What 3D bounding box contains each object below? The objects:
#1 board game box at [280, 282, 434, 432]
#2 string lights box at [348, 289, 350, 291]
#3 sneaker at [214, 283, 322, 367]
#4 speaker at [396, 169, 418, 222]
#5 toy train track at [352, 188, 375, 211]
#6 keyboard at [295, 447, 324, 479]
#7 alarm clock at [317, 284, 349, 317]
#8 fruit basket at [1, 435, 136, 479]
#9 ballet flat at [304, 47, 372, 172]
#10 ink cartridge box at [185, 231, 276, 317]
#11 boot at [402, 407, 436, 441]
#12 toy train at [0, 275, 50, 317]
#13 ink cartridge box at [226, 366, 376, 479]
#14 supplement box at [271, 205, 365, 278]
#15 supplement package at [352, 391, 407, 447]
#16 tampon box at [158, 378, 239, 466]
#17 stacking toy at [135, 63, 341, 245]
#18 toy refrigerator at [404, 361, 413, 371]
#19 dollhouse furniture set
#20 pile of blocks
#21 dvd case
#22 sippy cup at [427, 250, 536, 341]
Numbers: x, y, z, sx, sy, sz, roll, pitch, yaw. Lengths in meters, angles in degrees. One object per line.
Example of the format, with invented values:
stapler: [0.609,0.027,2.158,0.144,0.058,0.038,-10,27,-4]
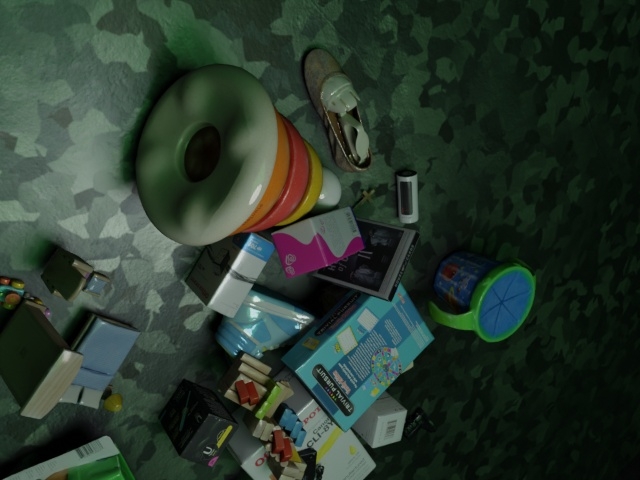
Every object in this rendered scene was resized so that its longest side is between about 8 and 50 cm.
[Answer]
board game box: [0.100,0.266,1.586,0.336,0.079,0.254,-43,122,-15]
string lights box: [0.125,0.207,1.726,0.076,0.133,0.260,-24,121,-24]
sneaker: [-0.121,0.242,1.588,0.318,0.127,0.208,27,91,-28]
speaker: [0.233,-0.116,1.713,0.055,0.055,0.136,-19,119,-26]
toy train track: [0.107,-0.104,1.662,0.083,0.014,0.048,-44,134,-3]
keyboard: [-0.041,0.618,1.655,0.108,0.023,0.180,-5,113,-24]
alarm clock: [0.047,0.160,1.655,0.064,0.129,0.192,-25,124,-23]
fruit basket: [-0.588,0.612,1.441,0.352,0.165,0.327,-20,120,-8]
ballet flat: [0.057,-0.294,1.489,0.107,0.106,0.316,-36,125,-16]
ink cartridge box: [-0.204,0.055,1.441,0.082,0.139,0.191,32,90,-38]
boot: [0.314,0.609,2.076,0.099,0.045,0.121,-42,119,-14]
toy train: [-0.612,0.154,1.272,0.125,0.046,0.166,-35,125,-17]
ink cartridge box: [-0.057,0.568,1.739,0.279,0.160,0.385,-40,126,-14]
supplement box: [0.000,0.000,1.467,0.220,0.113,0.111,-20,91,-63]
supplement package: [0.145,0.488,1.827,0.105,0.179,0.105,-4,111,-32]
tampon box: [-0.292,0.434,1.528,0.101,0.161,0.121,35,89,-38]
stacking toy: [-0.115,-0.134,1.373,0.479,0.350,0.351,16,101,-55]
toy refrigerator: [0.125,0.365,1.813,0.269,0.102,0.094,-25,121,-23]
dollhouse furniture set: [-0.443,0.224,1.292,0.287,0.198,0.303,-56,141,-2]
pile of blocks: [-0.100,0.427,1.499,0.148,0.112,0.362,-33,112,-15]
dvd case: [0.106,0.036,1.554,0.029,0.238,0.179,37,73,-49]
sippy cup: [0.459,0.142,1.863,0.305,0.224,0.240,15,102,-36]
